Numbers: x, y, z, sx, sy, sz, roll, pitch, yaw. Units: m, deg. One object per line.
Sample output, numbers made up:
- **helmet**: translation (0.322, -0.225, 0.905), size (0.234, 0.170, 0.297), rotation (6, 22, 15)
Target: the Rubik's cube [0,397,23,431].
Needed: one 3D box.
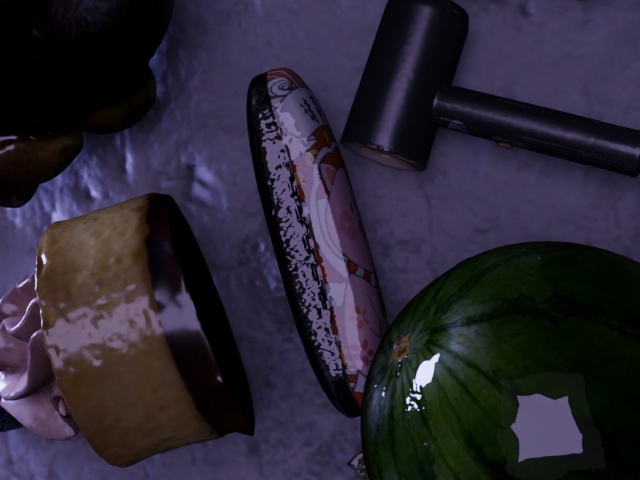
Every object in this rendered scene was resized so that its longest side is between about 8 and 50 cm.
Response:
- **Rubik's cube**: translation (-0.269, 0.102, 0.833), size (0.111, 0.093, 0.111), rotation (-1, 84, 10)

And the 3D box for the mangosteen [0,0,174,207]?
- **mangosteen**: translation (-0.248, -0.169, 0.786), size (0.287, 0.287, 0.233), rotation (-43, 69, 5)

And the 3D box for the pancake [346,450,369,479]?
- **pancake**: translation (0.080, 0.209, 0.790), size (0.116, 0.022, 0.129), rotation (-5, 83, 8)

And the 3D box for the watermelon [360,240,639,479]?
- **watermelon**: translation (0.147, 0.120, 0.674), size (0.242, 0.242, 0.242), rotation (-1, 85, 11)

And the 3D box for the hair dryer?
- **hair dryer**: translation (0.150, -0.100, 0.772), size (0.255, 0.070, 0.128), rotation (15, 87, 18)

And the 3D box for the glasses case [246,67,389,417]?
- **glasses case**: translation (0.000, 0.000, 0.785), size (0.067, 0.103, 0.266), rotation (-16, 83, 7)

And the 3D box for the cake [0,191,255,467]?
- **cake**: translation (-0.159, 0.075, 0.754), size (0.178, 0.207, 0.185), rotation (-21, 112, -4)
